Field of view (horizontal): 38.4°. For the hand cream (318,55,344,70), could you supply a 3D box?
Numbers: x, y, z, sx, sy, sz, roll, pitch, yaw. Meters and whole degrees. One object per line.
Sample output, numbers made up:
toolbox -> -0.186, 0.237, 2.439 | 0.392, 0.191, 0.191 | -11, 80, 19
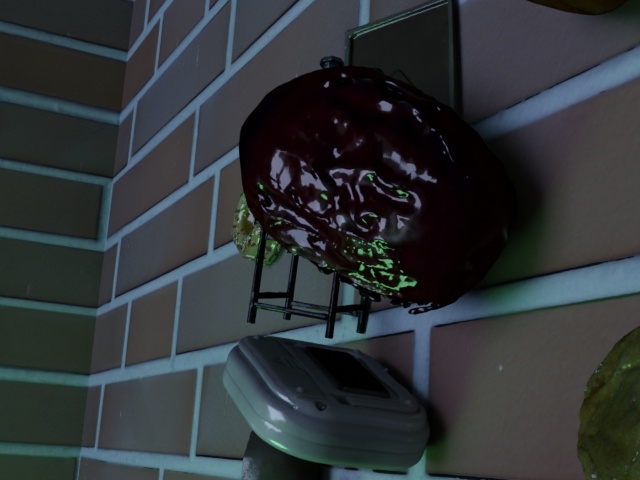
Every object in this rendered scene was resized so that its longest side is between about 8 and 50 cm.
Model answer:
hand cream -> 0.012, -0.185, 1.517 | 0.055, 0.088, 0.256 | -10, 67, 32

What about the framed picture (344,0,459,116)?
framed picture -> 0.107, -0.207, 1.286 | 0.189, 0.023, 0.260 | -13, 67, 35

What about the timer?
timer -> 0.006, 0.200, 1.188 | 0.262, 0.237, 0.087 | 37, 114, 62

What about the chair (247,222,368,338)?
chair -> 0.000, 0.000, 1.339 | 0.154, 0.141, 0.260 | 8, 92, 24

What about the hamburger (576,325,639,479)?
hamburger -> 0.296, 0.164, 0.758 | 0.206, 0.130, 0.183 | -88, 20, -62

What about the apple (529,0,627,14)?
apple -> 0.255, -0.323, 0.933 | 0.181, 0.181, 0.168 | 37, 115, 62

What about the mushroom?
mushroom -> -0.057, 0.375, 1.407 | 0.117, 0.141, 0.188 | 2, 87, 31

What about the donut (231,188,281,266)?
donut -> -0.115, -0.040, 1.733 | 0.174, 0.068, 0.175 | -37, 47, 56

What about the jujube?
jujube -> 0.063, -0.070, 1.127 | 0.376, 0.258, 0.258 | 33, 115, 31
